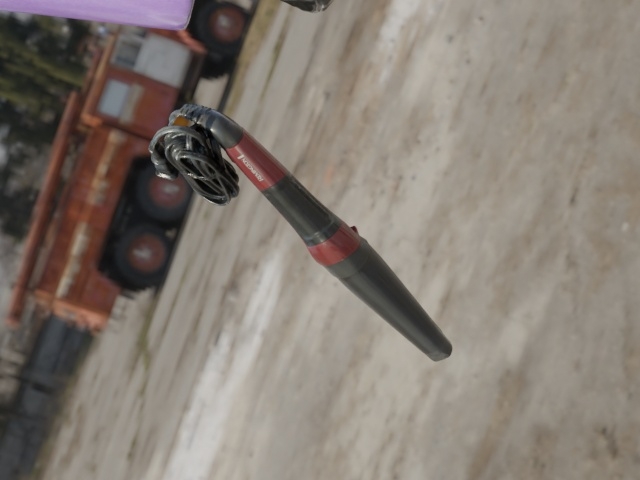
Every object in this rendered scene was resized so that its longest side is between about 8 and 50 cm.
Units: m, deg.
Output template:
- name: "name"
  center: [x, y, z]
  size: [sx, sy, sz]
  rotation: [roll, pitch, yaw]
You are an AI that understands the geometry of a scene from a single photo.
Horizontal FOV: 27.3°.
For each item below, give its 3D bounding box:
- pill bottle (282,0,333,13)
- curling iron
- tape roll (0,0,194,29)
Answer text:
- name: "pill bottle"
  center: [0.015, -0.308, 1.084]
  size: [0.219, 0.123, 0.123]
  rotation: [-56, 8, -6]
- name: "curling iron"
  center: [0.000, 0.000, 0.799]
  size: [0.068, 0.274, 0.035]
  rotation: [1, 61, 48]
- name: "tape roll"
  center: [-0.077, -0.217, 0.469]
  size: [0.275, 0.090, 0.275]
  rotation: [-176, 90, -81]
